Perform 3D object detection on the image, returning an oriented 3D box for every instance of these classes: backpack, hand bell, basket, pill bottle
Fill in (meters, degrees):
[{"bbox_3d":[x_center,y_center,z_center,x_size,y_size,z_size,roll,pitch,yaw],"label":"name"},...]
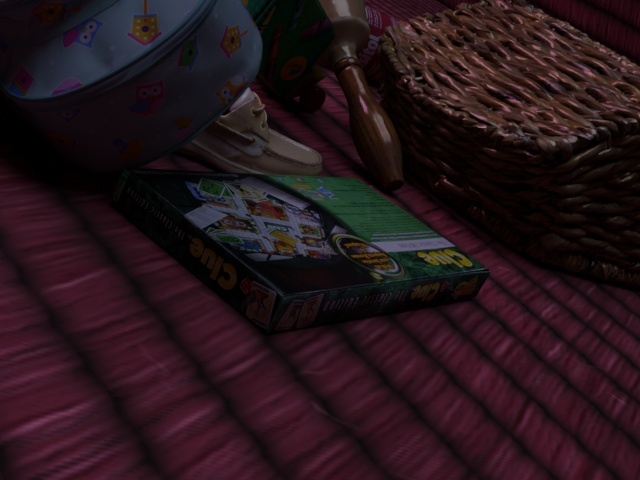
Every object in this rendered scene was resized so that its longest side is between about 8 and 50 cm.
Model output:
[{"bbox_3d":[-0.134,-0.139,0.652,0.188,0.166,0.144,50,-9,31],"label":"backpack"},{"bbox_3d":[0.026,-0.149,0.984,0.126,0.126,0.242,9,53,-43],"label":"hand bell"},{"bbox_3d":[0.185,-0.079,1.069,0.213,0.223,0.299,-20,41,-21],"label":"basket"},{"bbox_3d":[0.034,-0.260,1.355,0.152,0.086,0.086,16,21,-29],"label":"pill bottle"}]

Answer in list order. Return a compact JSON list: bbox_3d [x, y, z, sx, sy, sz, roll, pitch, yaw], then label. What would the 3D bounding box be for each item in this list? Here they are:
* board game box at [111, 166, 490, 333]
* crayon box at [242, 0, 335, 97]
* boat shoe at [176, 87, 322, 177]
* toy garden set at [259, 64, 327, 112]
[{"bbox_3d":[0.000,0.000,0.698,0.136,0.030,0.259,35,20,28],"label":"board game box"},{"bbox_3d":[-0.128,-0.248,0.905,0.278,0.081,0.165,39,2,12],"label":"crayon box"},{"bbox_3d":[-0.067,-0.086,0.785,0.170,0.059,0.063,18,20,-25],"label":"boat shoe"},{"bbox_3d":[-0.119,-0.204,1.047,0.204,0.049,0.244,39,22,32],"label":"toy garden set"}]
